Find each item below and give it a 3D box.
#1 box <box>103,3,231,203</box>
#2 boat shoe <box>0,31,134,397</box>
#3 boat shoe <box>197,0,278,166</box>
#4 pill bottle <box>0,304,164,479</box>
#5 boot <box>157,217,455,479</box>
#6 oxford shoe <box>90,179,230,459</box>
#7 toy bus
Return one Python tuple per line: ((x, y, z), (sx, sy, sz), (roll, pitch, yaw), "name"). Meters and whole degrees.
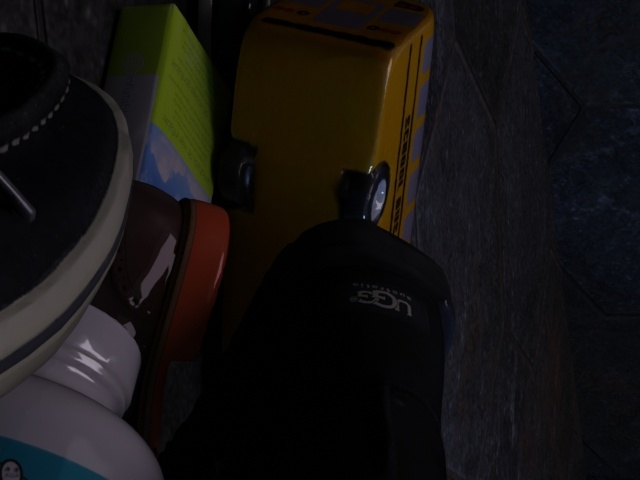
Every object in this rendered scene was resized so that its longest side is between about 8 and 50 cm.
((-0.103, -0.044, 0.854), (0.109, 0.042, 0.178), (57, 37, -60), "box")
((-0.196, -0.016, 0.335), (0.500, 0.186, 0.156), (-31, 126, -64), "boat shoe")
((-0.030, -0.171, 0.993), (0.116, 0.099, 0.320), (-50, 138, -69), "boat shoe")
((-0.147, 0.151, 0.542), (0.146, 0.146, 0.264), (67, 28, -52), "pill bottle")
((-0.032, 0.246, 0.618), (0.445, 0.146, 0.367), (-90, -164, -59), "boot")
((-0.134, 0.097, 0.719), (0.097, 0.098, 0.271), (-11, -119, 68), "oxford shoe")
((0.000, 0.000, 0.960), (0.130, 0.108, 0.333), (-49, 149, -55), "toy bus")
